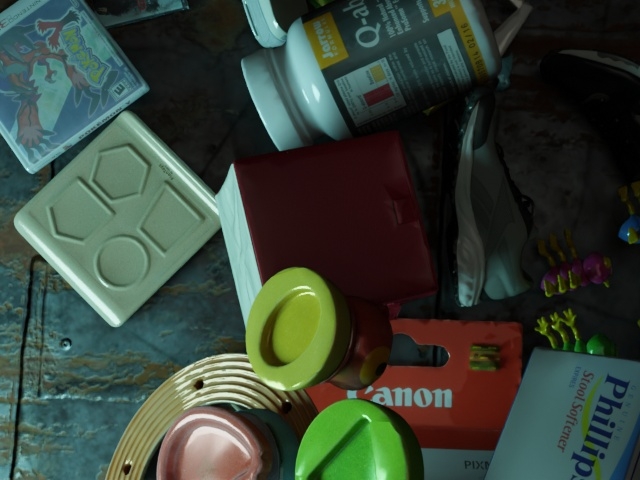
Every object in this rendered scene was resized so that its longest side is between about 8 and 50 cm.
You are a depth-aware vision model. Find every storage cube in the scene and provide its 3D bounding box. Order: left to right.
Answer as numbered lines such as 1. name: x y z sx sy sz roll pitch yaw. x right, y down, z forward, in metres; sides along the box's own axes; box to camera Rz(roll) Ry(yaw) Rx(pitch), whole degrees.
1. storage cube: 0.000 0.000 1.184 0.193 0.184 0.214 -11 84 -14

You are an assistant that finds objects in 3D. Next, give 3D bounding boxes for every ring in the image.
1. ring: -0.120 0.291 1.153 0.337 0.032 0.336 -16 61 31

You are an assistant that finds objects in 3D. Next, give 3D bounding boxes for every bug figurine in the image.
1. bug figurine: 0.354 0.068 1.195 0.216 0.072 0.279 -18 49 28

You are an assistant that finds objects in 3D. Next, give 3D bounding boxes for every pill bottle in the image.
1. pill bottle: 0.059 -0.213 1.215 0.279 0.162 0.162 -23 83 7

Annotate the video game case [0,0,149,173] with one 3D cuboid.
1. video game case: -0.345 -0.214 1.297 0.183 0.023 0.201 -37 78 -3

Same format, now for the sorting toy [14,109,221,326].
1. sorting toy: -0.247 -0.027 1.284 0.193 0.038 0.208 45 89 5

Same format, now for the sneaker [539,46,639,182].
1. sneaker: 0.392 -0.139 1.266 0.283 0.107 0.124 24 89 3

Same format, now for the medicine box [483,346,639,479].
1. medicine box: 0.294 0.298 1.074 0.149 0.289 0.263 5 57 40

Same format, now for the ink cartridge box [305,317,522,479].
1. ink cartridge box: 0.095 0.283 1.215 0.308 0.091 0.384 2 84 0

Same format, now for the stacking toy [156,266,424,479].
1. stacking toy: -0.004 0.216 1.011 0.309 0.130 0.279 -53 49 18

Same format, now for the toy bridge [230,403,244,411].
1. toy bridge: -0.107 0.251 1.250 0.063 0.026 0.188 -15 82 -3

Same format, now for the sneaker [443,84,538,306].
1. sneaker: 0.201 -0.053 1.217 0.108 0.100 0.271 -5 113 4

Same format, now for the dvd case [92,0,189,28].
1. dvd case: -0.238 -0.326 1.330 0.120 0.013 0.087 -13 83 -3

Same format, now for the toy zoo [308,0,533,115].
1. toy zoo: 0.133 -0.296 1.318 0.192 0.030 0.293 -44 85 -5

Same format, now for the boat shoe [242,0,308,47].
1. boat shoe: -0.083 -0.352 1.298 0.079 0.081 0.227 -14 88 -39
